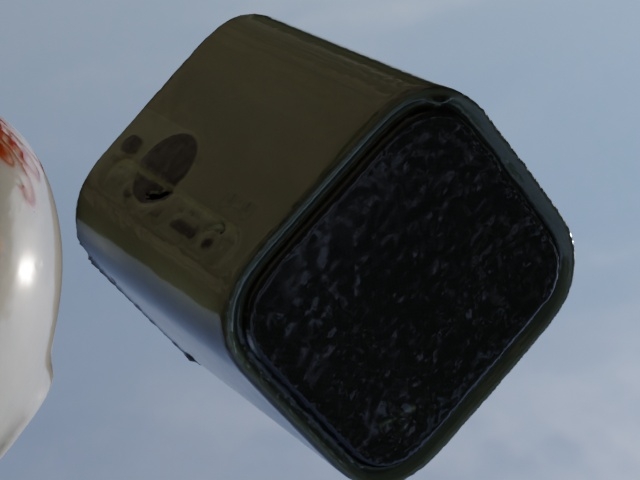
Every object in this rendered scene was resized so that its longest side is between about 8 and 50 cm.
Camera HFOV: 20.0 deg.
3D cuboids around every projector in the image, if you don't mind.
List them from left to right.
[{"bbox_3d":[0.000,0.000,1.360,0.248,0.248,0.249,-48,-143,-9],"label":"projector"}]

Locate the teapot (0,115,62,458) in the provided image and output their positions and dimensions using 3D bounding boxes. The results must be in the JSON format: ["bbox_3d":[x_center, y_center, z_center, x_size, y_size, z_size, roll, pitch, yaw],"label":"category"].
[{"bbox_3d":[-0.143,0.034,0.499,0.245,0.116,0.159,-31,-148,47],"label":"teapot"}]
